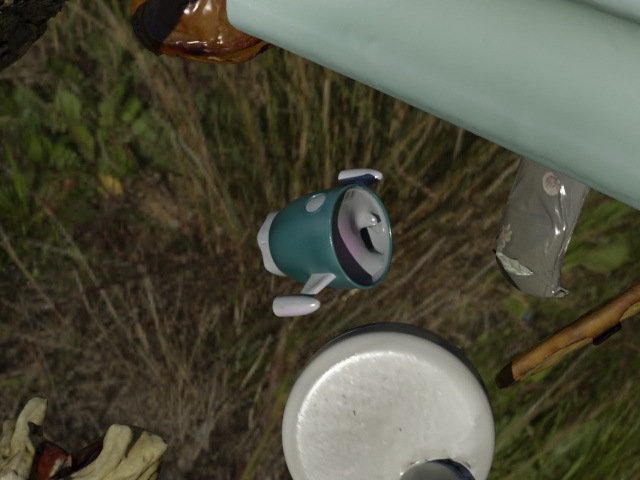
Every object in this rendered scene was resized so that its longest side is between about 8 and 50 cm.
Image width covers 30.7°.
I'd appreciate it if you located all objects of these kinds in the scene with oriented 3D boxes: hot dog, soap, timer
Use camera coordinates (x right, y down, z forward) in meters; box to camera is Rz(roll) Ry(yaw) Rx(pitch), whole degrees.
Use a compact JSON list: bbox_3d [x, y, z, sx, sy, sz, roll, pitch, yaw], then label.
[{"bbox_3d":[-0.111,-0.325,1.263,0.196,0.122,0.272,6,87,14],"label":"hot dog"},{"bbox_3d":[0.108,-0.095,0.420,0.160,0.087,0.265,-27,43,-35],"label":"soap"},{"bbox_3d":[0.074,0.209,1.242,0.234,0.233,0.240,11,9,3],"label":"timer"}]

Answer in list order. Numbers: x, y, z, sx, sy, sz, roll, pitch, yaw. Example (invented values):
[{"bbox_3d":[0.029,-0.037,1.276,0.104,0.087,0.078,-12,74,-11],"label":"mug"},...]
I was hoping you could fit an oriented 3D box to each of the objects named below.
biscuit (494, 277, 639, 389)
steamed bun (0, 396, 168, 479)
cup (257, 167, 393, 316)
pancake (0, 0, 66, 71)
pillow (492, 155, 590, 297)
[{"bbox_3d":[0.322,0.108,1.415,0.260,0.203,0.041,-30,81,-7],"label":"biscuit"},{"bbox_3d":[-0.437,0.379,1.668,0.428,0.189,0.247,-44,23,-12],"label":"steamed bun"},{"bbox_3d":[0.000,0.000,1.829,0.173,0.167,0.299,-6,44,39],"label":"cup"},{"bbox_3d":[-0.311,-0.125,0.912,0.049,0.282,0.282,45,55,-4],"label":"pancake"},{"bbox_3d":[0.292,-0.054,1.549,0.059,0.255,0.169,4,19,-26],"label":"pillow"}]
